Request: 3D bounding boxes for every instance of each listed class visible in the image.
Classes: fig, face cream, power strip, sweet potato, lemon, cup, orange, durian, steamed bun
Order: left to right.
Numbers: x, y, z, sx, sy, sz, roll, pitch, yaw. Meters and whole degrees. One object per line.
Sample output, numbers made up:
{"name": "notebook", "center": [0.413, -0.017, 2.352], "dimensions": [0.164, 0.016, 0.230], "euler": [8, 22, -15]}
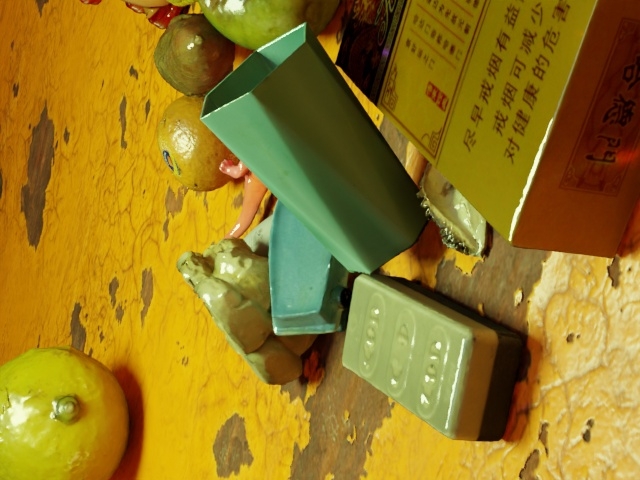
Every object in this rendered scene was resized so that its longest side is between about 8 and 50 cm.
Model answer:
{"name": "lemon", "center": [-0.424, 0.293, 2.243], "dimensions": [0.284, 0.260, 0.260], "euler": [10, 93, 58]}
{"name": "sweet potato", "center": [-0.169, -0.249, 1.907], "dimensions": [0.385, 0.109, 0.109], "euler": [-134, 53, -81]}
{"name": "orange", "center": [-0.159, -0.137, 1.938], "dimensions": [0.135, 0.117, 0.135], "euler": [43, 161, 18]}
{"name": "steamed bun", "center": [-0.074, 0.079, 1.689], "dimensions": [0.192, 0.106, 0.177], "euler": [56, 173, -17]}
{"name": "face cream", "center": [-0.079, 0.021, 1.804], "dimensions": [0.182, 0.051, 0.072], "euler": [-45, 41, 52]}
{"name": "fig", "center": [-0.059, -0.308, 1.718], "dimensions": [0.191, 0.181, 0.181], "euler": [73, -162, -78]}
{"name": "cup", "center": [0.007, -0.087, 1.435], "dimensions": [0.148, 0.235, 0.134], "euler": [-24, 25, 45]}
{"name": "power strip", "center": [0.099, 0.108, 1.387], "dimensions": [0.257, 0.070, 0.105], "euler": [-152, 71, -65]}
{"name": "durian", "center": [0.135, -0.035, 1.398], "dimensions": [0.066, 0.052, 0.130], "euler": [-19, 64, 20]}

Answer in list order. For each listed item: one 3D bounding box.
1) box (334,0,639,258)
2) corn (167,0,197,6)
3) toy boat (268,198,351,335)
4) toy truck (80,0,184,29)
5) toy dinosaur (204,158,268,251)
{"name": "box", "center": [0.162, -0.196, 1.271], "dimensions": [0.415, 0.116, 0.264], "euler": [-127, 48, -56]}
{"name": "corn", "center": [-0.159, -0.409, 2.030], "dimensions": [0.292, 0.101, 0.101], "euler": [-18, 68, 59]}
{"name": "toy boat", "center": [0.000, 0.000, 1.611], "dimensions": [0.109, 0.098, 0.237], "euler": [-5, 65, 21]}
{"name": "toy truck", "center": [-0.297, -0.481, 2.245], "dimensions": [0.239, 0.189, 0.265], "euler": [-67, 30, 13]}
{"name": "toy dinosaur", "center": [-0.059, -0.079, 1.793], "dimensions": [0.139, 0.070, 0.286], "euler": [33, 113, 37]}
